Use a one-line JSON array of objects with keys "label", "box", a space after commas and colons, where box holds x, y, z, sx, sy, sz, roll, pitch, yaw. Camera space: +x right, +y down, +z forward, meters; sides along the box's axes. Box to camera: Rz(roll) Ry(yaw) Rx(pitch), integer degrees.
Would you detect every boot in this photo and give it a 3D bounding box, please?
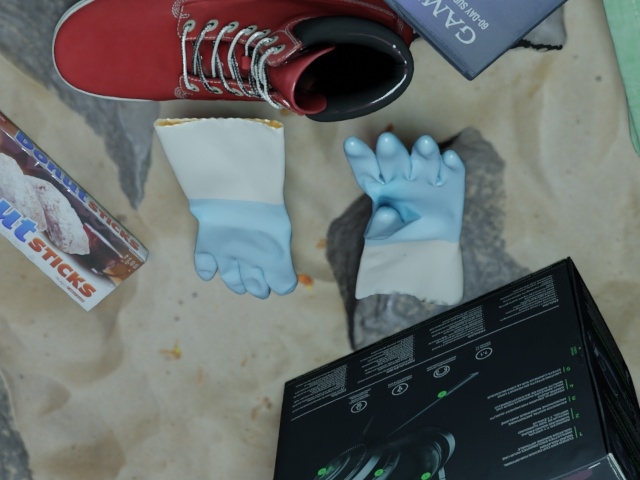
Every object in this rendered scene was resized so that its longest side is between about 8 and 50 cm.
[{"label": "boot", "box": [-0.063, -0.118, 0.982, 0.244, 0.176, 0.088, -4, 111, 5]}]

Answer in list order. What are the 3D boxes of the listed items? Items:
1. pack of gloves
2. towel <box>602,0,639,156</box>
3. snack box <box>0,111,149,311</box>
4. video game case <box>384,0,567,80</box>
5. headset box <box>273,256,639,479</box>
[{"label": "pack of gloves", "box": [0.000, 0.000, 1.046, 0.195, 0.046, 0.232, 0, 150, 5]}, {"label": "towel", "box": [0.343, -0.173, 0.983, 0.324, 0.038, 0.248, -14, 132, 10]}, {"label": "snack box", "box": [-0.209, -0.028, 1.120, 0.064, 0.022, 0.178, -39, 109, 20]}, {"label": "video game case", "box": [0.119, -0.241, 0.880, 0.196, 0.026, 0.274, 41, 119, -19]}, {"label": "headset box", "box": [0.100, 0.171, 1.060, 0.246, 0.283, 0.131, -26, 112, 13]}]
